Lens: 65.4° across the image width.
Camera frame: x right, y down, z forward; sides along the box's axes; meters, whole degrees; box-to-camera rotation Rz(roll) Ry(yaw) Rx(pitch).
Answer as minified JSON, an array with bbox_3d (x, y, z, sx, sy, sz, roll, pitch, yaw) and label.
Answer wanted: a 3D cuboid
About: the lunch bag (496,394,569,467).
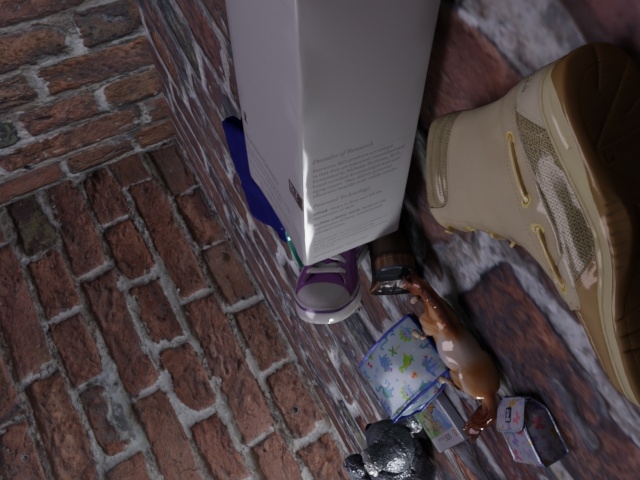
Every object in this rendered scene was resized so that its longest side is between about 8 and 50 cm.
[{"bbox_3d":[0.267,0.244,0.649,0.071,0.053,0.083,121,131,-70],"label":"lunch bag"}]

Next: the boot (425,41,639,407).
[{"bbox_3d":[0.187,-0.004,0.421,0.261,0.095,0.203,67,164,-7],"label":"boot"}]

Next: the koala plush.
[{"bbox_3d":[0.168,0.486,1.143,0.203,0.196,0.221,33,148,40],"label":"koala plush"}]

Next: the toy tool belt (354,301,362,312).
[{"bbox_3d":[0.062,0.151,1.158,0.052,0.051,0.083,58,164,19],"label":"toy tool belt"}]

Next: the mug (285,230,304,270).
[{"bbox_3d":[0.002,0.008,1.033,0.129,0.098,0.158,65,164,-5],"label":"mug"}]

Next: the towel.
[{"bbox_3d":[-0.146,-0.164,1.300,0.228,0.076,0.308,36,149,45],"label":"towel"}]

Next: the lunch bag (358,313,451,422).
[{"bbox_3d":[0.159,0.225,0.893,0.128,0.096,0.151,53,132,32],"label":"lunch bag"}]

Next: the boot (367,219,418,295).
[{"bbox_3d":[0.114,0.024,0.800,0.219,0.082,0.106,81,-176,-71],"label":"boot"}]

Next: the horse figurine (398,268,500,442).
[{"bbox_3d":[0.193,0.165,0.735,0.263,0.066,0.174,61,170,12],"label":"horse figurine"}]

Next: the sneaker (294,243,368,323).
[{"bbox_3d":[0.013,-0.005,0.776,0.282,0.102,0.160,-72,-22,-58],"label":"sneaker"}]

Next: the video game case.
[{"bbox_3d":[0.207,0.318,1.011,0.212,0.023,0.193,56,163,24],"label":"video game case"}]

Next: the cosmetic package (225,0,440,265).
[{"bbox_3d":[0.000,-0.177,0.588,0.217,0.156,0.384,57,161,36],"label":"cosmetic package"}]
